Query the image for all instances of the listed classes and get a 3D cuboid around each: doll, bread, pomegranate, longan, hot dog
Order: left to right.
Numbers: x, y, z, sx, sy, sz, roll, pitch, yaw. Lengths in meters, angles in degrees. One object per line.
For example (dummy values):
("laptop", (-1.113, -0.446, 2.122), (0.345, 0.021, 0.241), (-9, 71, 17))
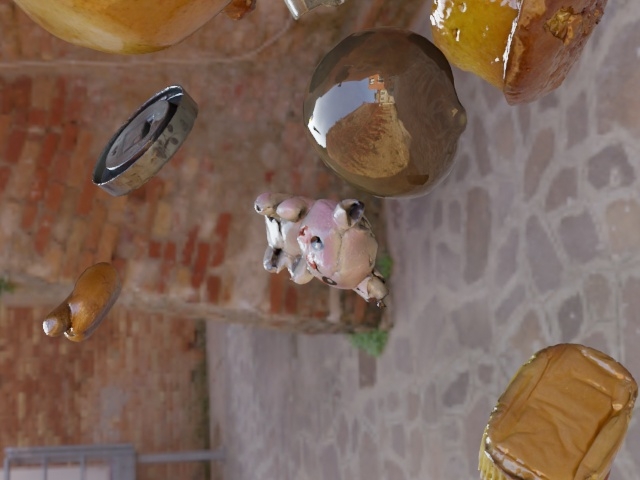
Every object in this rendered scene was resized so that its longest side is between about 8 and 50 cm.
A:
("hot dog", (-0.314, 0.086, 1.305), (0.090, 0.060, 0.140), (117, 178, -51))
("pomegranate", (-0.226, -0.427, 1.227), (0.417, 0.417, 0.416), (-179, 90, -76))
("doll", (0.000, 0.000, 1.236), (0.192, 0.095, 0.149), (21, 132, 40))
("longan", (0.069, -0.134, 1.051), (0.189, 0.189, 0.189), (-179, 90, -76))
("bread", (0.250, -0.311, 1.132), (0.312, 0.172, 0.312), (-53, -22, -32))
("bread", (0.251, 0.206, 1.041), (0.132, 0.190, 0.114), (29, 150, 26))

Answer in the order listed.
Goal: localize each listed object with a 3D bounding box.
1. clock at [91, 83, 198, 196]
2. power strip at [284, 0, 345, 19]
("clock", (-0.289, -0.164, 1.613), (0.215, 0.042, 0.215), (-34, 31, 23))
("power strip", (-0.049, -0.362, 1.017), (0.268, 0.092, 0.034), (60, 166, -10))
